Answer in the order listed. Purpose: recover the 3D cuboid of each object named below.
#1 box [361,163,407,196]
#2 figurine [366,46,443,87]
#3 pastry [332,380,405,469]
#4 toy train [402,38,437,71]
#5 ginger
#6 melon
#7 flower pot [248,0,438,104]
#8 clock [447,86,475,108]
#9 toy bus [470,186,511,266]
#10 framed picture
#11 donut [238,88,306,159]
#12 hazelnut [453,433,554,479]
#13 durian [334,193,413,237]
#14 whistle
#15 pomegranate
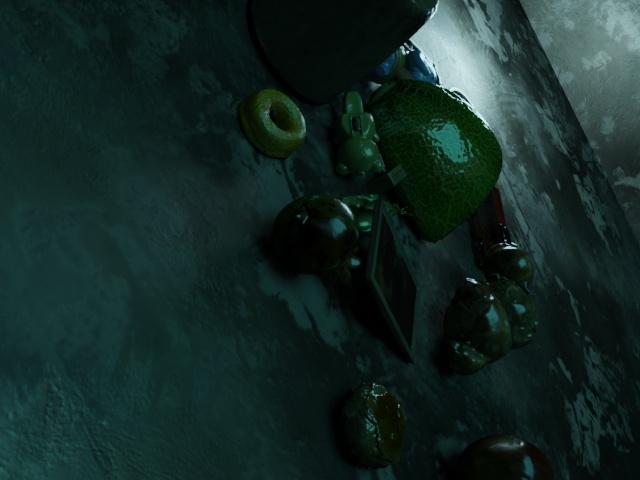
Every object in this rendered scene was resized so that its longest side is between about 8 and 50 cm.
[{"bbox_3d":[0.146,-0.134,1.632,0.035,0.079,0.083,60,36,-5],"label":"box"},{"bbox_3d":[0.216,-0.415,1.845,0.262,0.154,0.180,13,20,-49],"label":"figurine"},{"bbox_3d":[0.097,0.327,1.275,0.153,0.081,0.153,35,40,-35],"label":"pastry"},{"bbox_3d":[0.264,-0.544,2.073,0.207,0.047,0.043,31,45,-37],"label":"toy train"},{"bbox_3d":[0.392,0.176,1.681,0.375,0.176,0.256,-33,116,-45],"label":"ginger"},{"bbox_3d":[0.253,-0.223,1.757,0.331,0.226,0.343,-47,115,-9],"label":"melon"},{"bbox_3d":[0.062,-0.489,1.531,0.293,0.330,0.294,31,47,-41],"label":"flower pot"},{"bbox_3d":[0.403,-0.349,2.115,0.196,0.068,0.197,31,46,-38],"label":"clock"},{"bbox_3d":[0.464,-0.036,1.974,0.073,0.096,0.235,23,50,-40],"label":"toy bus"},{"bbox_3d":[0.153,0.088,1.472,0.211,0.020,0.290,-78,151,-41],"label":"framed picture"},{"bbox_3d":[-0.089,-0.232,1.409,0.152,0.058,0.152,28,50,-38],"label":"donut"},{"bbox_3d":[0.360,0.491,1.450,0.186,0.210,0.210,40,29,20],"label":"hazelnut"},{"bbox_3d":[0.096,-0.057,1.499,0.215,0.100,0.086,7,67,-43],"label":"durian"},{"bbox_3d":[0.078,-0.234,1.598,0.085,0.105,0.228,87,-3,-64],"label":"whistle"},{"bbox_3d":[0.006,0.012,1.302,0.220,0.156,0.156,55,34,-28],"label":"pomegranate"}]
